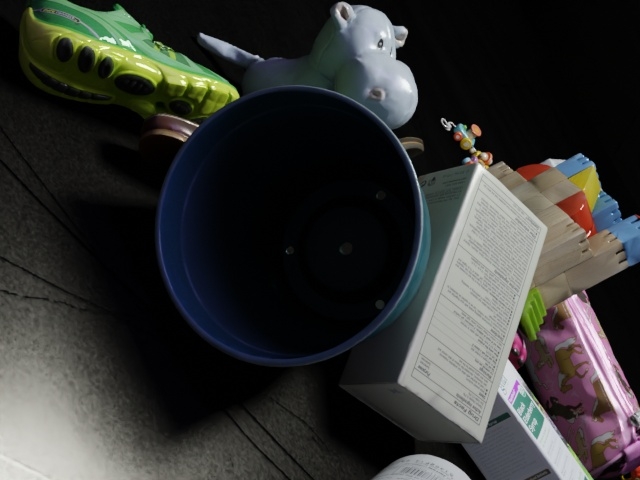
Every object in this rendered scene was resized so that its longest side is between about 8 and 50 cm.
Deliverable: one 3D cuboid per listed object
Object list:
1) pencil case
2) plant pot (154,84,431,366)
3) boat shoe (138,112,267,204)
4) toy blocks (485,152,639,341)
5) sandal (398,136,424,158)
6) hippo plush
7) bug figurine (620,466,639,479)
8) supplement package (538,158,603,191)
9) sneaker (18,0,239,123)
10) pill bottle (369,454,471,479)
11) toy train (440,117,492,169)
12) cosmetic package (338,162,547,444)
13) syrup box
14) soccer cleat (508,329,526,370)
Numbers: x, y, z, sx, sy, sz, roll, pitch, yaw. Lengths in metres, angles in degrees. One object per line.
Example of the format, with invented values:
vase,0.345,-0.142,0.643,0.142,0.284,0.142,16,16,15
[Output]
pencil case,0.417,0.197,1.604,0.160,0.167,0.386,21,41,-53
plant pot,0.000,0.000,1.050,0.272,0.271,0.255,63,11,14
boat shoe,-0.131,-0.097,1.119,0.207,0.073,0.073,36,48,-52
toy blocks,0.348,-0.030,1.537,0.191,0.261,0.381,64,-3,-30
sandal,0.102,-0.124,1.546,0.219,0.090,0.060,-19,94,-66
hippo plush,0.029,-0.203,1.333,0.234,0.236,0.294,12,49,-54
bug figurine,0.636,0.428,1.817,0.279,0.072,0.216,41,23,-18
supplement package,0.414,-0.042,1.838,0.262,0.204,0.145,-7,67,-61
sneaker,-0.200,-0.200,1.086,0.295,0.109,0.124,19,47,-50
pill bottle,0.065,0.299,0.928,0.131,0.131,0.229,60,26,9
toy train,0.315,-0.190,2.022,0.125,0.046,0.166,13,49,-55
cosmetic package,0.159,0.077,1.209,0.160,0.113,0.309,39,62,-28
syrup box,0.268,0.279,1.337,0.237,0.096,0.093,55,26,-2
soccer cleat,0.182,0.089,1.384,0.331,0.116,0.143,31,40,-39
